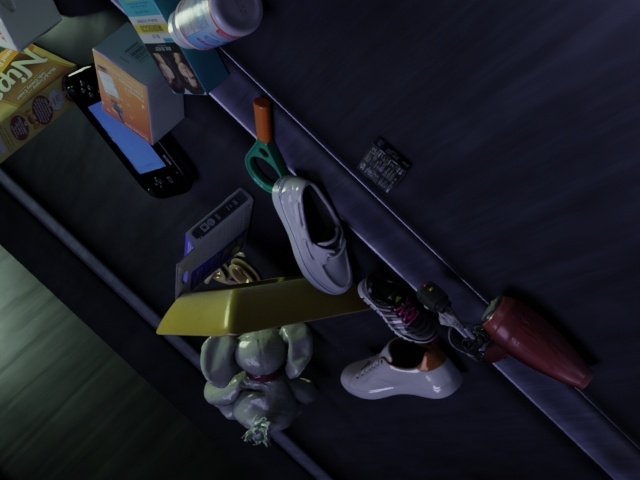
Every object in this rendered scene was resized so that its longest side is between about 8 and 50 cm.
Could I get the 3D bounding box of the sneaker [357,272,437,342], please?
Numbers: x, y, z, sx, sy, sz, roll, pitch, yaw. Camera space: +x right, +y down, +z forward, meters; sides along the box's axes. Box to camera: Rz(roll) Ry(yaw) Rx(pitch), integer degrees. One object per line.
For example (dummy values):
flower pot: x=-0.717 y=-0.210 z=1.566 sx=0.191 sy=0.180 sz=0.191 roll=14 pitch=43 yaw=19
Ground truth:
sneaker: x=0.139 y=0.118 z=1.573 sx=0.170 sy=0.063 sz=0.075 roll=41 pitch=159 yaw=13

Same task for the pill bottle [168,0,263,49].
pill bottle: x=-0.160 y=-0.330 z=1.294 sx=0.160 sy=0.087 sz=0.087 roll=-2 pitch=130 yaw=55

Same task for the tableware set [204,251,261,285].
tableware set: x=-0.212 y=0.074 z=2.000 sx=0.194 sy=0.039 sz=0.128 roll=10 pitch=139 yaw=47

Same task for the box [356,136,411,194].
box: x=0.097 y=-0.113 z=1.344 sx=0.067 sy=0.018 sz=0.083 roll=40 pitch=153 yaw=4

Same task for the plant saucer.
plant saucer: x=-0.113 y=0.120 z=1.715 sx=0.333 sy=0.333 sz=0.081 roll=-8 pitch=89 yaw=56

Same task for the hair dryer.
hair dryer: x=0.310 y=0.158 z=1.428 sx=0.293 sy=0.080 sz=0.223 roll=25 pitch=165 yaw=41

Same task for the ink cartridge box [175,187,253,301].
ink cartridge box: x=-0.226 y=0.016 z=1.749 sx=0.045 sy=0.208 sz=0.206 roll=41 pitch=153 yaw=12

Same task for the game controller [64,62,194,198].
game controller: x=-0.384 y=-0.218 z=1.776 sx=0.166 sy=0.067 sz=0.319 roll=-1 pitch=131 yaw=53

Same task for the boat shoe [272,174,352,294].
boat shoe: x=0.000 y=0.000 z=1.553 sx=0.084 sy=0.095 sz=0.258 roll=13 pitch=142 yaw=50

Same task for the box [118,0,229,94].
box: x=-0.250 y=-0.351 z=1.411 sx=0.100 sy=0.060 sz=0.244 roll=11 pitch=139 yaw=46

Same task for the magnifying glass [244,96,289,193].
magnifying glass: x=-0.096 y=-0.161 z=1.524 sx=0.092 sy=0.026 sz=0.231 roll=32 pitch=150 yaw=19

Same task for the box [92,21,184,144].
box: x=-0.324 y=-0.280 z=1.580 sx=0.130 sy=0.091 sz=0.170 roll=35 pitch=152 yaw=14

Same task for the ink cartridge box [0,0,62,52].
ink cartridge box: x=-0.656 y=-0.497 z=1.668 sx=0.289 sy=0.121 sz=0.211 roll=22 pitch=147 yaw=34

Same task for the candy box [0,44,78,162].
candy box: x=-0.656 y=-0.268 z=1.786 sx=0.183 sy=0.316 sz=0.087 roll=28 pitch=148 yaw=27

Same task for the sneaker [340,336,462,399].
sneaker: x=0.138 y=0.236 z=1.720 sx=0.290 sy=0.106 sz=0.123 roll=-11 pitch=119 yaw=45

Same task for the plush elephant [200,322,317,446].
plush elephant: x=-0.137 y=0.297 z=2.031 sx=0.272 sy=0.255 sz=0.330 roll=2 pitch=-171 yaw=-3
